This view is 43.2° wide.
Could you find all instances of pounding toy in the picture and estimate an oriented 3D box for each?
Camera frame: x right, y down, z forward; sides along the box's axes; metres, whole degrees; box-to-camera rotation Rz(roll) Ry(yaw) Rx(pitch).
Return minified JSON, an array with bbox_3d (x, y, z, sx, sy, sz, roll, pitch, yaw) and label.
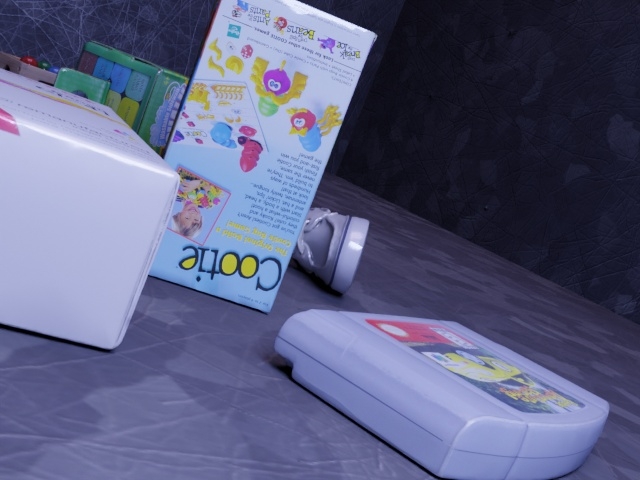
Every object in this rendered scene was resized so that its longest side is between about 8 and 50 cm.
[{"bbox_3d":[-0.577,-0.313,1.607,0.181,0.094,0.206,14,11,-47],"label":"pounding toy"}]

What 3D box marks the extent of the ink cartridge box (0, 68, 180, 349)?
[{"bbox_3d":[-0.253,-0.056,0.592,0.226,0.131,0.306,18,10,-27],"label":"ink cartridge box"}]

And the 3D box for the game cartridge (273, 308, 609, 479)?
[{"bbox_3d":[0.122,0.124,0.670,0.196,0.060,0.294,32,12,35],"label":"game cartridge"}]

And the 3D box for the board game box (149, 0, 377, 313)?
[{"bbox_3d":[-0.074,-0.094,0.789,0.144,0.275,0.142,20,8,-14],"label":"board game box"}]

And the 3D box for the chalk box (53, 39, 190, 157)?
[{"bbox_3d":[-0.250,-0.162,1.154,0.179,0.180,0.289,27,11,36],"label":"chalk box"}]

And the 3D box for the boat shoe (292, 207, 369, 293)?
[{"bbox_3d":[0.000,0.000,1.035,0.088,0.096,0.267,17,7,-7],"label":"boat shoe"}]
